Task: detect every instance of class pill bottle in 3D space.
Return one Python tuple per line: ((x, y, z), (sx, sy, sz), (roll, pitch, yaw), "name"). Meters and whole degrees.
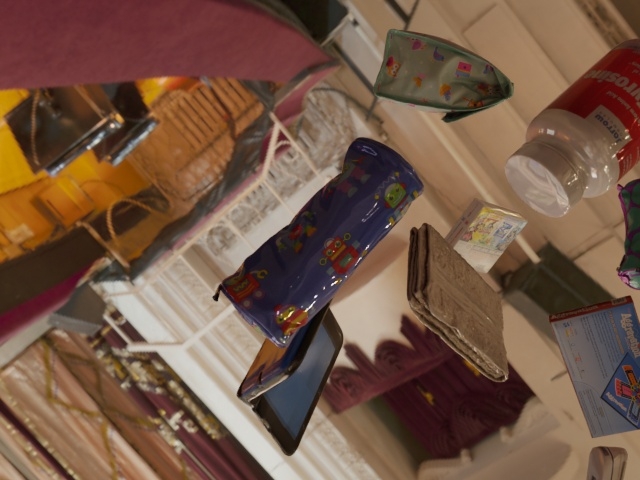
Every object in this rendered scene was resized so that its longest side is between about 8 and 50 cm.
((0.612, -0.244, 1.481), (0.408, 0.229, 0.229), (-41, -173, -13), "pill bottle")

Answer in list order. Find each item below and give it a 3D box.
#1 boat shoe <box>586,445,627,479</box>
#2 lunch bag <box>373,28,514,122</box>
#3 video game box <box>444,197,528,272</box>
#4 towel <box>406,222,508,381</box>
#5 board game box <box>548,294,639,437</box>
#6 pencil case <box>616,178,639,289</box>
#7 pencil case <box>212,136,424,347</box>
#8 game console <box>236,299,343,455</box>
((0.736, 0.651, 1.723), (0.088, 0.267, 0.096), (0, -168, -9), "boat shoe")
((0.253, -0.325, 1.358), (0.223, 0.263, 0.160), (-55, 160, -76), "lunch bag")
((0.418, -0.008, 1.736), (0.205, 0.048, 0.187), (13, 123, -41), "video game box")
((0.249, 0.108, 1.181), (0.049, 0.282, 0.187), (-26, -142, 34), "towel")
((0.534, 0.239, 1.227), (0.145, 0.281, 0.027), (-18, -159, 21), "board game box")
((0.456, -0.010, 0.940), (0.070, 0.064, 0.151), (3, -116, 20), "pencil case")
((0.000, 0.000, 0.898), (0.306, 0.119, 0.133), (-48, -146, -5), "pencil case")
((-0.001, 0.188, 1.161), (0.250, 0.173, 0.293), (-40, -163, 46), "game console")
